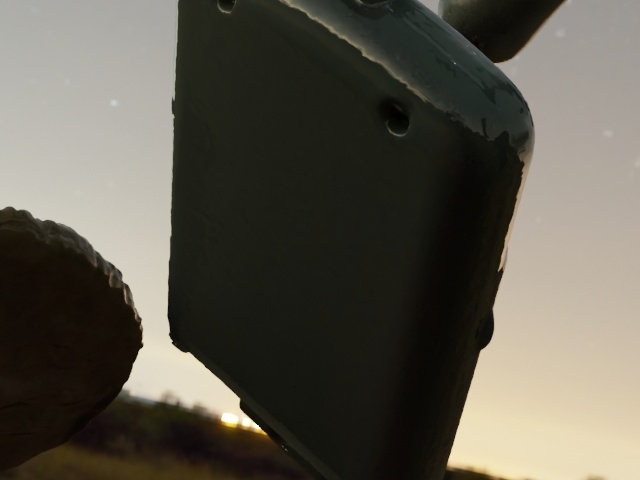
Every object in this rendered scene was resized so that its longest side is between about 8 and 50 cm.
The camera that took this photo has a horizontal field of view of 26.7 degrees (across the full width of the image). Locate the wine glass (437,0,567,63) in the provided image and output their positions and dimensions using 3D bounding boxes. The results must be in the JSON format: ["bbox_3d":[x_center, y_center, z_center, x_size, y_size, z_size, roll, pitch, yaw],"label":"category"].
[{"bbox_3d":[0.173,-0.231,1.320,0.103,0.231,0.103,42,19,-18],"label":"wine glass"}]

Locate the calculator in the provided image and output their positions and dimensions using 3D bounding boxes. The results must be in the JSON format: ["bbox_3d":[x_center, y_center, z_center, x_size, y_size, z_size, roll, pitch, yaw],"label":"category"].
[{"bbox_3d":[0.000,0.000,0.478,0.141,0.045,0.246,38,-38,28],"label":"calculator"}]

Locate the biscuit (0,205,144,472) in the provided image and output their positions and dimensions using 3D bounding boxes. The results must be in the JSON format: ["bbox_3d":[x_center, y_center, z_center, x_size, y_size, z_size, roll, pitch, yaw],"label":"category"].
[{"bbox_3d":[-0.157,0.066,0.618,0.133,0.032,0.250,8,-41,-37],"label":"biscuit"}]
